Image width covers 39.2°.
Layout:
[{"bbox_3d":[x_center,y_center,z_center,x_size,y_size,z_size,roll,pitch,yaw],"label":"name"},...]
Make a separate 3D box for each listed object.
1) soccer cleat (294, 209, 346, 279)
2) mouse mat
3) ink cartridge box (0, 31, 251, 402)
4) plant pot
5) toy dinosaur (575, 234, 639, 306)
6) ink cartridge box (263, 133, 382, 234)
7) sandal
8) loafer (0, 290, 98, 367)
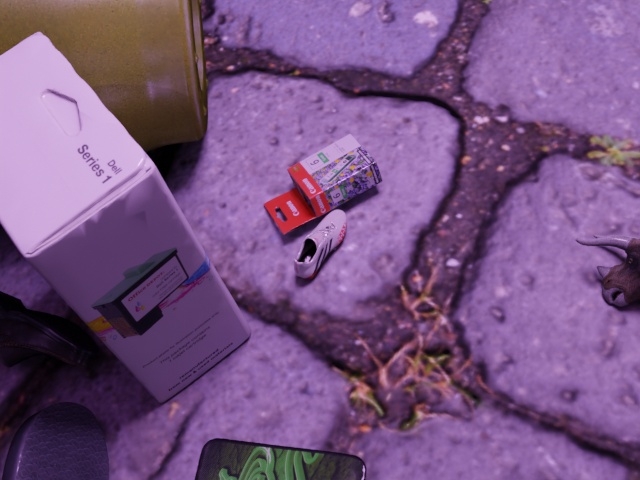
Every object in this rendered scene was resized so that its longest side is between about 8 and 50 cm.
[{"bbox_3d":[0.000,0.000,0.880,0.029,0.035,0.083,24,67,25],"label":"soccer cleat"},{"bbox_3d":[-0.048,0.262,0.748,0.153,0.007,0.189,3,59,15],"label":"mouse mat"},{"bbox_3d":[-0.191,-0.010,0.786,0.117,0.278,0.201,-37,58,-11],"label":"ink cartridge box"},{"bbox_3d":[-0.299,-0.210,0.919,0.353,0.366,0.366,-4,57,-3],"label":"plant pot"},{"bbox_3d":[0.395,-0.007,0.746,0.313,0.121,0.160,-24,70,3],"label":"toy dinosaur"},{"bbox_3d":[-0.002,-0.058,0.913,0.115,0.029,0.063,-29,42,-6],"label":"ink cartridge box"},{"bbox_3d":[-0.239,0.255,0.750,0.054,0.097,0.254,-22,51,31],"label":"sandal"},{"bbox_3d":[-0.292,0.096,0.883,0.170,0.062,0.061,19,87,26],"label":"loafer"}]
